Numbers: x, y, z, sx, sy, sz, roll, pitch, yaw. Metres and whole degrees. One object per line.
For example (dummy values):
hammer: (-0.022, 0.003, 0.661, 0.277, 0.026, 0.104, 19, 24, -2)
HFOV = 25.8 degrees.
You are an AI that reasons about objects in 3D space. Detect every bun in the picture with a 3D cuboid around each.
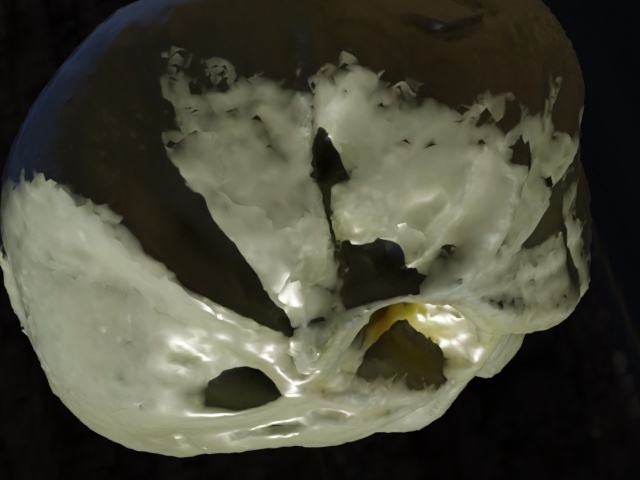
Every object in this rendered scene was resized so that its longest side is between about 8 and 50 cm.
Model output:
bun: (-0.005, 0.004, 0.762, 0.354, 0.354, 0.194, 79, 166, -53)
